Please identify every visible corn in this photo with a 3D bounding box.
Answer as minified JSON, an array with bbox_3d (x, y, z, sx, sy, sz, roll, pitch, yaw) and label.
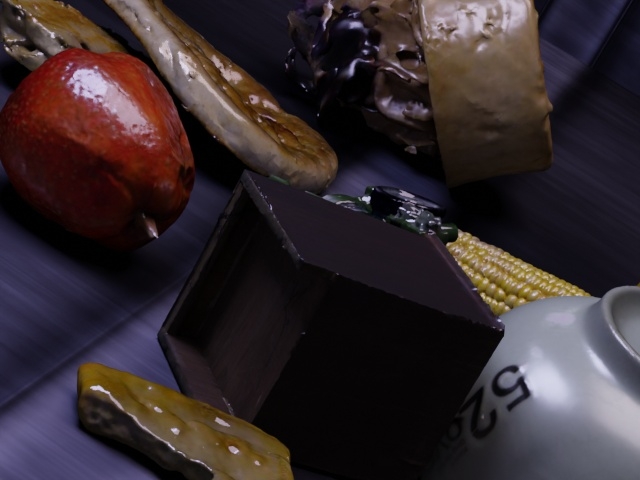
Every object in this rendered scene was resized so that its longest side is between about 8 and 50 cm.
[{"bbox_3d":[0.210,0.072,1.991,0.244,0.093,0.093,29,15,31],"label":"corn"}]

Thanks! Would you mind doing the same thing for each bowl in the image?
[{"bbox_3d":[0.265,0.162,1.641,0.354,0.185,0.354,23,26,-12],"label":"bowl"}]

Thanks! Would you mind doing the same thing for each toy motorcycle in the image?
[{"bbox_3d":[0.000,0.000,1.798,0.275,0.127,0.205,1,14,-29],"label":"toy motorcycle"}]

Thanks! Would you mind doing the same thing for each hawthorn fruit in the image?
[{"bbox_3d":[-0.194,-0.075,1.704,0.179,0.173,0.173,56,18,-3],"label":"hawthorn fruit"}]

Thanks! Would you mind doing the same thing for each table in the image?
[{"bbox_3d":[0.002,0.070,1.568,0.193,0.169,0.172,18,21,-29],"label":"table"}]

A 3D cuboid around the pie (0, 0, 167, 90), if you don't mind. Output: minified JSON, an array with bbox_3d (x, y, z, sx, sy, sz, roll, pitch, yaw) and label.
[{"bbox_3d":[-0.249,-0.198,2.062,0.128,0.068,0.282,43,14,14],"label":"pie"}]

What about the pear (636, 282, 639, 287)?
[{"bbox_3d":[0.397,0.113,2.029,0.209,0.209,0.209,27,18,-9],"label":"pear"}]

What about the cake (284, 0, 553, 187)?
[{"bbox_3d":[0.118,-0.220,2.451,0.321,0.332,0.332,-7,17,6],"label":"cake"}]

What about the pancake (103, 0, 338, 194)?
[{"bbox_3d":[-0.115,-0.174,2.157,0.356,0.065,0.356,42,5,-5],"label":"pancake"}]

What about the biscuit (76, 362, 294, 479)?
[{"bbox_3d":[-0.091,0.160,1.386,0.174,0.039,0.183,25,17,-18],"label":"biscuit"}]
